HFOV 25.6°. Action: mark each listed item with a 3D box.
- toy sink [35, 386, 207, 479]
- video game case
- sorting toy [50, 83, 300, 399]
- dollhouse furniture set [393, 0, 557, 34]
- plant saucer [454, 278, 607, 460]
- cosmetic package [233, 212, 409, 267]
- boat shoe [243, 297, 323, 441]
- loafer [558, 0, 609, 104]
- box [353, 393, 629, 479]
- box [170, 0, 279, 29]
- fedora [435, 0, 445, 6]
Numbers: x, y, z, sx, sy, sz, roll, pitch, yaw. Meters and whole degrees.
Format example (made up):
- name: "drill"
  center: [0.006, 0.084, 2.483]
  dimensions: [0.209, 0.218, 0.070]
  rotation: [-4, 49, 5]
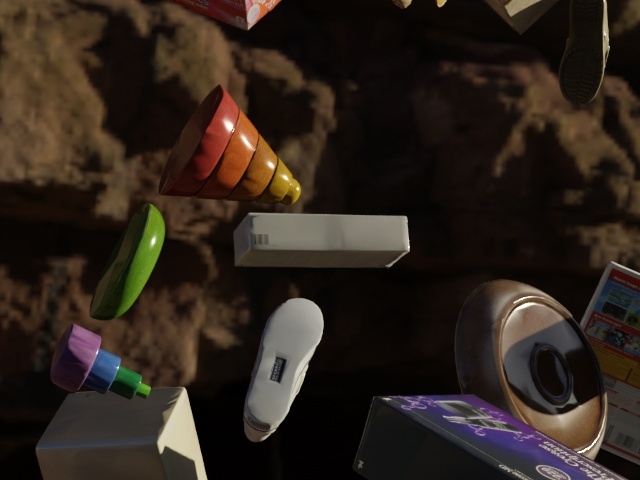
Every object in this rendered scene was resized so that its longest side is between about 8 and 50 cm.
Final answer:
- name: "toy sink"
  center: [-0.222, 0.305, 1.683]
  dimensions: [0.152, 0.234, 0.131]
  rotation: [-5, 24, 13]
- name: "video game case"
  center: [0.502, 0.203, 2.283]
  dimensions: [0.204, 0.285, 0.025]
  rotation: [24, 9, 3]
- name: "sorting toy"
  center: [-0.138, 0.025, 1.405]
  dimensions: [0.126, 0.365, 0.127]
  rotation: [27, 23, -15]
- name: "dollhouse furniture set"
  center: [0.147, -0.448, 1.553]
  dimensions: [0.256, 0.362, 0.394]
  rotation: [49, 3, 33]
- name: "plant saucer"
  center: [0.314, 0.195, 2.004]
  dimensions: [0.310, 0.311, 0.050]
  rotation: [9, -26, -43]
- name: "cosmetic package"
  center: [0.000, 0.000, 2.054]
  dimensions: [0.239, 0.060, 0.099]
  rotation: [1, -18, -17]
- name: "boat shoe"
  center: [-0.067, 0.216, 2.348]
  dimensions: [0.096, 0.267, 0.088]
  rotation: [19, -39, -4]
- name: "loafer"
  center: [0.321, -0.235, 1.690]
  dimensions: [0.056, 0.148, 0.050]
  rotation: [16, 29, 20]
- name: "box"
  center: [0.196, 0.271, 1.618]
  dimensions: [0.184, 0.103, 0.261]
  rotation: [1, 17, -43]
- name: "box"
  center: [-0.184, -0.442, 2.181]
  dimensions: [0.257, 0.122, 0.128]
  rotation: [24, -38, 25]
- name: "fedora"
  center: [0.227, -0.396, 1.933]
  dimensions: [0.079, 0.194, 0.194]
  rotation: [29, 0, 8]
